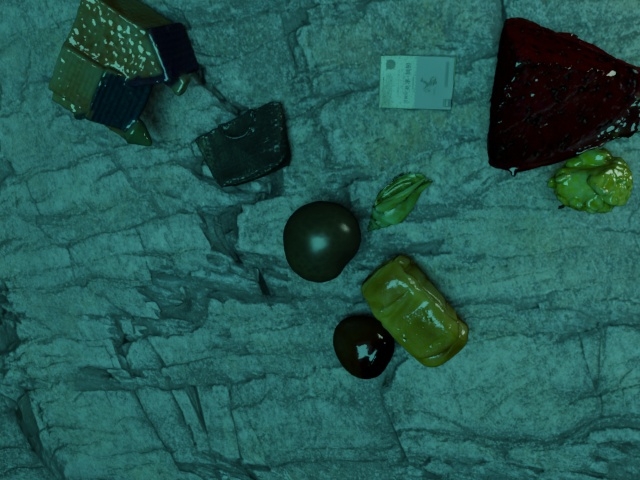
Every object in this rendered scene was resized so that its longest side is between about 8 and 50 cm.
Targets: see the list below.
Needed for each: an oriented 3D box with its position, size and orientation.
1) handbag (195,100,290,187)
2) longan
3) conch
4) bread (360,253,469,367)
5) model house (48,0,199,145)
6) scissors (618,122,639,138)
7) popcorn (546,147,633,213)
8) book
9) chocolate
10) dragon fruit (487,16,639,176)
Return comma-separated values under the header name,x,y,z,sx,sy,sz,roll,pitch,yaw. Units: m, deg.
name,x,y,z,sx,sy,sz,roll,pitch,yaw
handbag,-0.197,-0.244,1.508,0.270,0.088,0.175,-19,93,20
longan,0.000,0.000,1.471,0.197,0.198,0.213,22,113,7
conch,0.187,-0.095,1.450,0.095,0.079,0.201,38,96,15
bread,0.246,0.179,1.489,0.166,0.132,0.294,-39,96,29
model house,-0.473,-0.420,1.447,0.280,0.245,0.312,31,113,-5
scissors,0.756,-0.254,1.279,0.220,0.017,0.088,13,109,10
popcorn,0.599,-0.128,1.281,0.173,0.174,0.142,10,143,12
book,0.230,-0.380,1.381,0.181,0.014,0.127,6,108,14
chocolate,0.112,0.281,1.553,0.176,0.177,0.177,4,108,14
dragon fruit,0.534,-0.315,1.270,0.328,0.228,0.286,1,130,2
